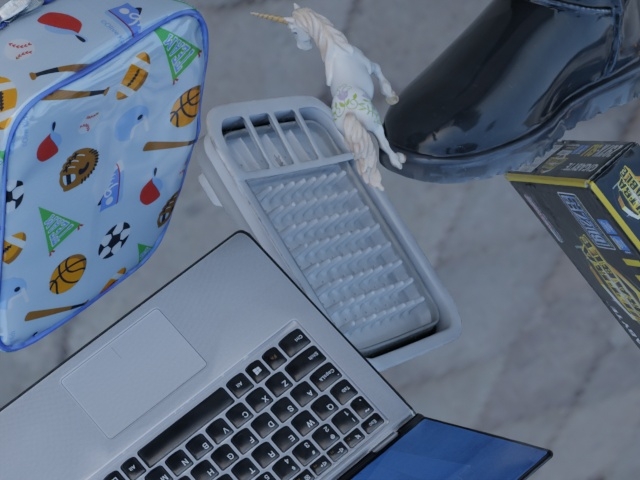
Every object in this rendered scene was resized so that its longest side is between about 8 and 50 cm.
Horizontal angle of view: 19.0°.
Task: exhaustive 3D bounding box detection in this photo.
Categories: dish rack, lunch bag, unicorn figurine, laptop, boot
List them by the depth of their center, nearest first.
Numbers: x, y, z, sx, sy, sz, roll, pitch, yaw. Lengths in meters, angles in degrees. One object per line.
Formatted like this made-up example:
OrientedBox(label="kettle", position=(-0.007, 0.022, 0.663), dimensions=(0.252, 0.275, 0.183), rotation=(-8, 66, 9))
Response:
OrientedBox(label="lunch bag", position=(-0.210, -0.067, 1.499), dimensions=(0.243, 0.115, 0.303), rotation=(-36, 151, -37))
OrientedBox(label="unicorn figurine", position=(0.021, -0.121, 1.506), dimensions=(0.060, 0.162, 0.111), rotation=(-35, 133, 6))
OrientedBox(label="laptop", position=(-0.088, 0.190, 1.624), dimensions=(0.382, 0.408, 0.236), rotation=(-37, 160, -17))
OrientedBox(label="boot", position=(0.176, -0.313, 1.748), dimensions=(0.367, 0.146, 0.445), rotation=(-31, 128, -43))
OrientedBox(label="dish rack", position=(0.000, 0.000, 2.092), dimensions=(0.072, 0.333, 0.285), rotation=(-38, 169, 27))

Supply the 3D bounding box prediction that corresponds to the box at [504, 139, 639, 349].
OrientedBox(label="box", position=(0.364, 0.032, 2.100), dimensions=(0.079, 0.322, 0.257), rotation=(-41, -168, -10))
